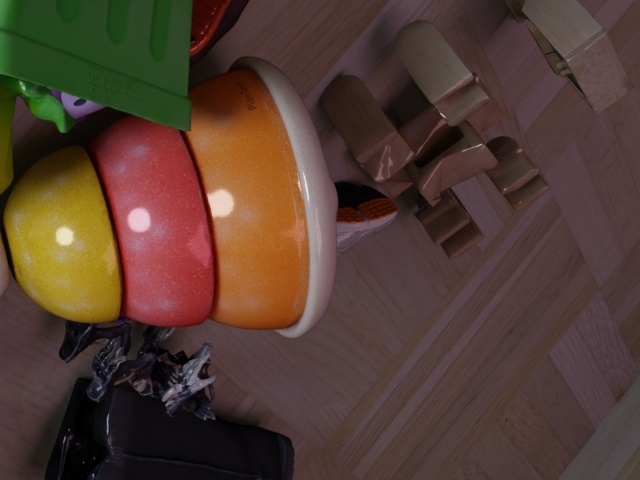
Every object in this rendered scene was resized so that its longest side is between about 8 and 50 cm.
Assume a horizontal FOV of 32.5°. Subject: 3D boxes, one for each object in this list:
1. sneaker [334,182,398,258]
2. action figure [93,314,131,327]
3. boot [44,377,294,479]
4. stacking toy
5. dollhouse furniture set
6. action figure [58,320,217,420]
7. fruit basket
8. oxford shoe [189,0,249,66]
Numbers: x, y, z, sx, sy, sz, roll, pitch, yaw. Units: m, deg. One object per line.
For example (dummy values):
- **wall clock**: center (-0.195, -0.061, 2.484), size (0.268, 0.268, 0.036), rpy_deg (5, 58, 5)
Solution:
- **sneaker**: center (0.000, 0.000, 1.675), size (0.263, 0.099, 0.121), rpy_deg (-19, 138, -28)
- **action figure**: center (-0.285, 0.098, 1.483), size (0.115, 0.030, 0.038), rpy_deg (-10, 130, -48)
- **boot**: center (-0.212, 0.418, 1.612), size (0.445, 0.146, 0.366), rpy_deg (32, 54, -56)
- **stacking toy**: center (-0.247, -0.017, 1.292), size (0.480, 0.350, 0.350), rpy_deg (-11, 127, -19)
- **dollhouse furniture set**: center (0.227, -0.234, 1.688), size (0.394, 0.256, 0.362), rpy_deg (-37, 143, 10)
- **action figure**: center (-0.209, 0.157, 1.475), size (0.141, 0.164, 0.276), rpy_deg (-47, 150, 13)
- **fruit basket**: center (-0.320, -0.145, 1.043), size (0.392, 0.283, 0.392), rpy_deg (-52, 153, -41)
- **oxford shoe**: center (-0.115, -0.325, 1.326), size (0.271, 0.097, 0.098), rpy_deg (-54, 175, -11)
